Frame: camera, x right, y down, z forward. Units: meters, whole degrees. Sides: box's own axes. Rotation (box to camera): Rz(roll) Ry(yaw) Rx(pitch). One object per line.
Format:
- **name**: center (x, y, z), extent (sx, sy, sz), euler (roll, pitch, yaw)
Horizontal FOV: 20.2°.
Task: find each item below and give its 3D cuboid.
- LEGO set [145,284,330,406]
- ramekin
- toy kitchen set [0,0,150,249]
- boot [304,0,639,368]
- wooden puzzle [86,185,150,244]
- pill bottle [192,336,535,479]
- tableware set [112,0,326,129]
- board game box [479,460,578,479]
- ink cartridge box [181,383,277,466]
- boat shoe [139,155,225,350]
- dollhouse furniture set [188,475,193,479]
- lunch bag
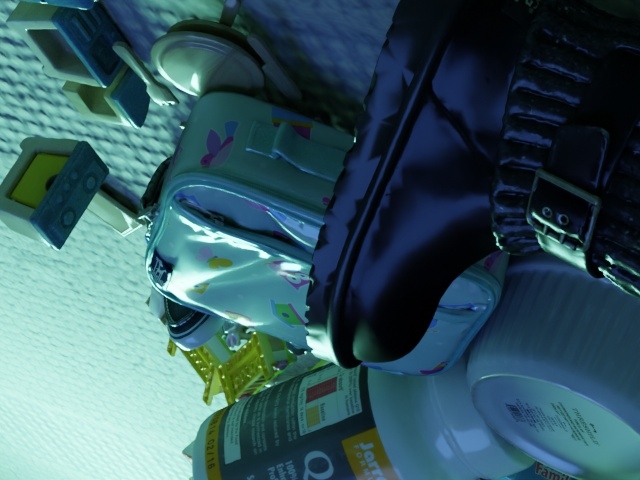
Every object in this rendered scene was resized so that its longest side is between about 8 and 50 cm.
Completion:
- **LEGO set**: center (-0.058, 0.091, 1.712), extent (0.107, 0.132, 0.287), euler (-6, 180, -31)
- **ramekin**: center (0.213, 0.107, 1.402), extent (0.207, 0.109, 0.207), euler (24, 156, 11)
- **toy kitchen set**: center (-0.210, -0.117, 1.366), extent (0.122, 0.166, 0.207), euler (11, 151, 36)
- **boot**: center (0.141, -0.004, 1.132), extent (0.260, 0.131, 0.348), euler (26, 134, 10)
- **wooden puzzle**: center (-0.204, -0.032, 1.723), extent (0.116, 0.014, 0.078), euler (40, 159, -21)
- **pill bottle**: center (0.039, 0.180, 1.567), extent (0.278, 0.162, 0.162), euler (-24, 128, 25)
- **tableware set**: center (-0.058, -0.112, 1.366), extent (0.128, 0.039, 0.194), euler (1, 151, 29)
- **board game box**: center (0.236, 0.281, 1.760), extent (0.254, 0.079, 0.336), euler (26, 156, 10)
- **ink cartridge box**: center (0.034, 0.319, 1.849), extent (0.309, 0.130, 0.272), euler (58, 159, -20)
- **boat shoe**: center (-0.119, 0.009, 1.518), extent (0.065, 0.183, 0.083), euler (-28, 123, 22)
- **dollhouse furniture set**: center (-0.202, 0.428, 2.369), extent (0.135, 0.262, 0.259), euler (28, -172, 8)
- **lunch bag**: center (0.000, 0.000, 1.384), extent (0.279, 0.108, 0.224), euler (19, 155, -5)
